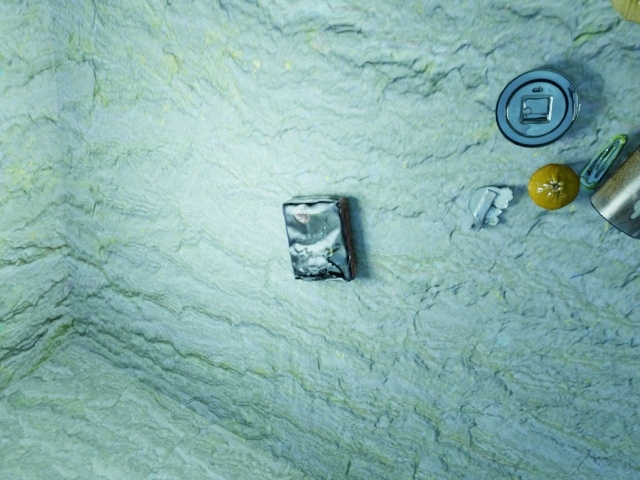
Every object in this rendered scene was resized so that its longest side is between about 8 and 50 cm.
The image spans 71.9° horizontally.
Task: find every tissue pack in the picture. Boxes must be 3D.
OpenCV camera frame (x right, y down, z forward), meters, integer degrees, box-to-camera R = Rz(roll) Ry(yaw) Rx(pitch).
[{"bbox_3d":[0.000,0.000,1.638,0.245,0.123,0.332,2,113,27],"label":"tissue pack"}]

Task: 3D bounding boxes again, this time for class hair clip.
[{"bbox_3d":[0.784,-0.214,1.234,0.060,0.033,0.188,29,124,12],"label":"hair clip"},{"bbox_3d":[0.524,-0.107,1.396,0.116,0.049,0.172,22,117,9],"label":"hair clip"}]

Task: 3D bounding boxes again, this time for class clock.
[{"bbox_3d":[0.605,-0.370,1.240,0.215,0.042,0.214,10,117,21],"label":"clock"}]

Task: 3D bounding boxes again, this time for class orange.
[{"bbox_3d":[0.668,-0.152,1.267,0.136,0.117,0.135,14,119,26],"label":"orange"}]

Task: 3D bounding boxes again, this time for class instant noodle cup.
[{"bbox_3d":[0.853,-0.130,1.147,0.217,0.217,0.207,36,129,6],"label":"instant noodle cup"}]

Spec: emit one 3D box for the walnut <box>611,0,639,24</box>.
[{"bbox_3d":[0.773,-0.598,0.980,0.193,0.193,0.225,44,125,1],"label":"walnut"}]
